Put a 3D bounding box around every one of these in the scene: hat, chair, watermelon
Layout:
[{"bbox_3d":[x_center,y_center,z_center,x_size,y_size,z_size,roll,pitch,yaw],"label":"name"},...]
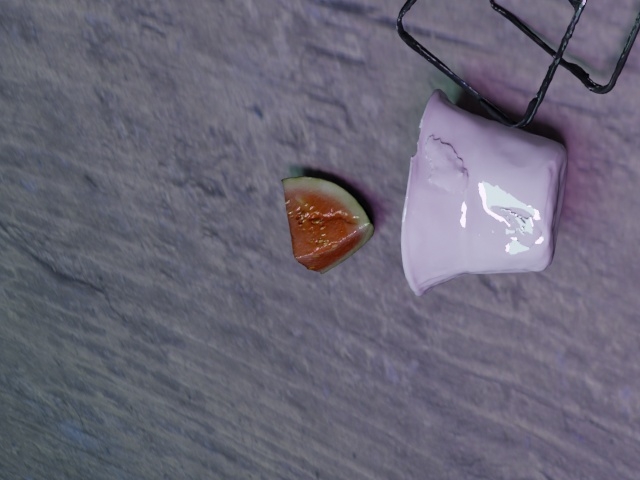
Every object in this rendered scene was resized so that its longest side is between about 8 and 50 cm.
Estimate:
[{"bbox_3d":[0.157,-0.037,0.871,0.126,0.203,0.203,8,129,16],"label":"hat"},{"bbox_3d":[0.182,-0.218,0.701,0.145,0.140,0.221,46,136,21],"label":"chair"},{"bbox_3d":[0.000,0.000,1.096,0.125,0.094,0.135,22,139,21],"label":"watermelon"}]
